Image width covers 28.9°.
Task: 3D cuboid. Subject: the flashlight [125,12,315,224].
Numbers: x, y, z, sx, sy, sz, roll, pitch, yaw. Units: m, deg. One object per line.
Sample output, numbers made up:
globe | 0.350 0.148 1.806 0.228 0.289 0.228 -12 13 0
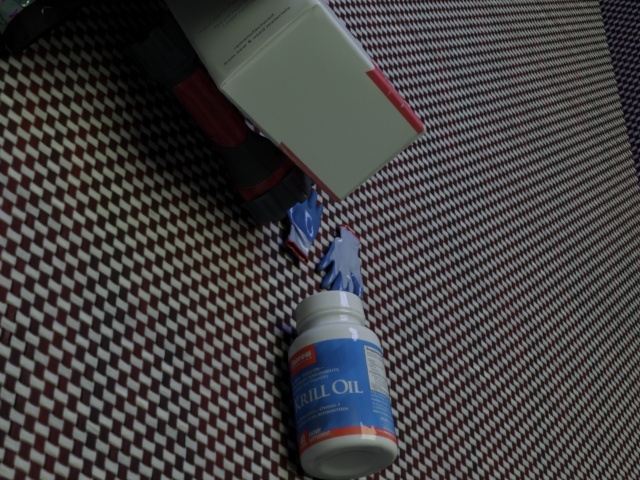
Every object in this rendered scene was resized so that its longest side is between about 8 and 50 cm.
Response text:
flashlight | -0.133 -0.162 1.655 0.304 0.103 0.103 52 33 -20

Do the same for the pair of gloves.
pair of gloves | 0.000 0.000 1.806 0.198 0.023 0.159 46 31 -27

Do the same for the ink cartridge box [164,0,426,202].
ink cartridge box | -0.062 -0.272 1.643 0.279 0.160 0.385 41 12 -44

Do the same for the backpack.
backpack | -0.358 -0.323 1.428 0.182 0.115 0.152 53 33 -10

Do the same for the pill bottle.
pill bottle | 0.023 0.182 1.584 0.124 0.124 0.222 28 42 -44
